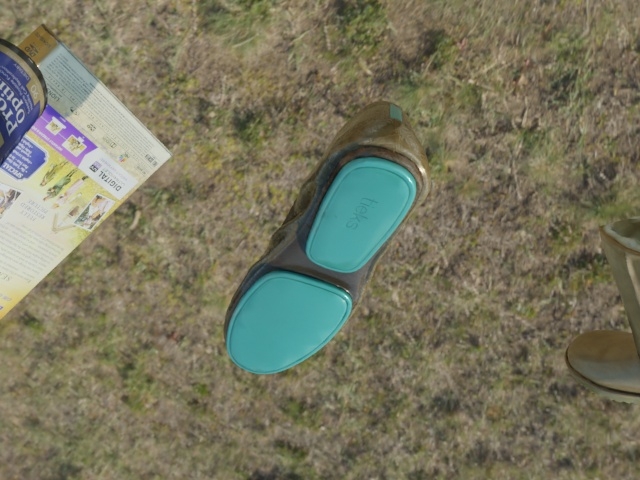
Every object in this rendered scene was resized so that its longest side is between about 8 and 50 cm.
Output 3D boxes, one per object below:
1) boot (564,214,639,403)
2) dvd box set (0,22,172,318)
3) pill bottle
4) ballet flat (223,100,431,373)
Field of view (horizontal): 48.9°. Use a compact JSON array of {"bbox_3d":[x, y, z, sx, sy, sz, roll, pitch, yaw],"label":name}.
[{"bbox_3d":[0.360,0.080,0.796,0.236,0.089,0.269,13,143,48],"label":"boot"},{"bbox_3d":[-0.449,-0.067,1.022,0.062,0.420,0.307,43,177,28],"label":"dvd box set"},{"bbox_3d":[-0.393,-0.119,0.751,0.123,0.219,0.122,5,133,5],"label":"pill bottle"},{"bbox_3d":[0.000,0.000,0.678,0.116,0.124,0.342,21,135,-9],"label":"ballet flat"}]
